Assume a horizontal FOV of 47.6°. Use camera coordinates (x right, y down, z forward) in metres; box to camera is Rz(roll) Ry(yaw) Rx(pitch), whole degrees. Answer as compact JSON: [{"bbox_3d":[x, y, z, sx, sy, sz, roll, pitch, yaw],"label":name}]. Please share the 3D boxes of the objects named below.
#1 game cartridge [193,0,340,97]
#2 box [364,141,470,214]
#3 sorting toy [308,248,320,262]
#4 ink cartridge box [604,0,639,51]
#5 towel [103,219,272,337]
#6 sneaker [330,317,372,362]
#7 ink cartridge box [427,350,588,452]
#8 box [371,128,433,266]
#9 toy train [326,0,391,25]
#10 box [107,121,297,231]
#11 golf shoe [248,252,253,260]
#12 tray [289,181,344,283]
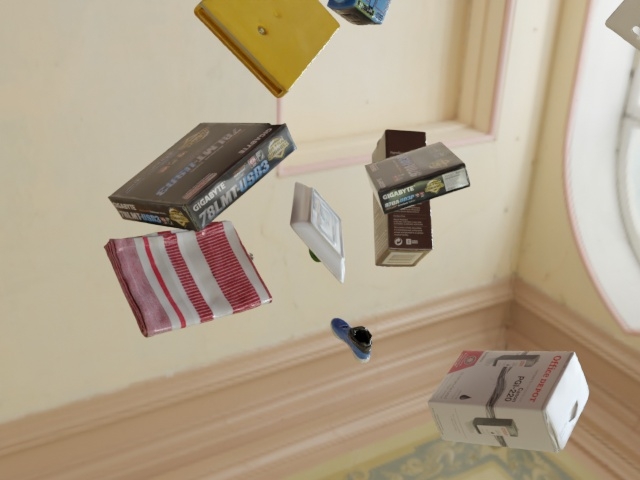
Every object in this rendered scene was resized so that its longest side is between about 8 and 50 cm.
[{"bbox_3d":[-0.119,-0.541,1.773,0.053,0.285,0.323,-29,-157,47],"label":"game cartridge"},{"bbox_3d":[0.189,-0.130,1.460,0.175,0.051,0.220,-18,-161,3],"label":"box"},{"bbox_3d":[0.000,0.000,1.765,0.042,0.102,0.061,-23,-163,-39],"label":"sorting toy"},{"bbox_3d":[0.484,-0.340,0.951,0.115,0.198,0.067,38,-143,2],"label":"ink cartridge box"},{"bbox_3d":[-0.284,0.073,1.604,0.329,0.037,0.237,-12,-117,-40],"label":"towel"},{"bbox_3d":[0.081,0.235,1.865,0.058,0.084,0.152,-17,-131,-27],"label":"sneaker"},{"bbox_3d":[0.316,0.265,1.225,0.218,0.092,0.158,-5,-154,41],"label":"ink cartridge box"},{"bbox_3d":[0.242,-0.125,2.202,0.143,0.381,0.191,1,163,-9],"label":"box"},{"bbox_3d":[0.031,-0.379,1.008,0.184,0.105,0.080,23,176,-43],"label":"toy train"},{"bbox_3d":[-0.246,-0.141,1.497,0.293,0.073,0.295,9,-135,47],"label":"box"},{"bbox_3d":[-0.243,0.081,2.022,0.094,0.077,0.198,20,-154,-6],"label":"golf shoe"},{"bbox_3d":[0.003,-0.029,1.371,0.030,0.145,0.270,-39,-164,13],"label":"tray"}]
